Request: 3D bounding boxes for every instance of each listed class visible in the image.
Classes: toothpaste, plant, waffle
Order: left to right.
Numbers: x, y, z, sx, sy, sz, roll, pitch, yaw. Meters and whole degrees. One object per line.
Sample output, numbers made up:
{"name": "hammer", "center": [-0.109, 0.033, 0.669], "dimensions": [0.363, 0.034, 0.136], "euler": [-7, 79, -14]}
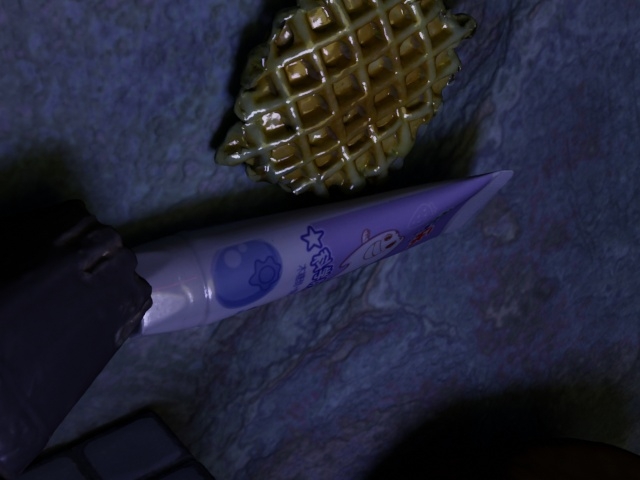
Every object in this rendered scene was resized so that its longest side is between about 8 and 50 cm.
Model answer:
{"name": "plant", "center": [-0.246, 0.074, 0.742], "dimensions": [0.256, 0.164, 0.141], "euler": [-30, 130, -21]}
{"name": "toothpaste", "center": [0.000, 0.000, 0.933], "dimensions": [0.371, 0.079, 0.125], "euler": [-16, 160, -30]}
{"name": "waffle", "center": [0.025, -0.128, 0.893], "dimensions": [0.214, 0.054, 0.207], "euler": [11, 112, -42]}

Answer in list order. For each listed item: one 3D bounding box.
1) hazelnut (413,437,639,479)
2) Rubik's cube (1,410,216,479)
{"name": "hazelnut", "center": [0.243, 0.415, 1.145], "dimensions": [0.429, 0.402, 0.402], "euler": [-7, 119, -46]}
{"name": "Rubik's cube", "center": [-0.180, 0.409, 0.856], "dimensions": [0.344, 0.344, 0.337], "euler": [-23, 127, -25]}
